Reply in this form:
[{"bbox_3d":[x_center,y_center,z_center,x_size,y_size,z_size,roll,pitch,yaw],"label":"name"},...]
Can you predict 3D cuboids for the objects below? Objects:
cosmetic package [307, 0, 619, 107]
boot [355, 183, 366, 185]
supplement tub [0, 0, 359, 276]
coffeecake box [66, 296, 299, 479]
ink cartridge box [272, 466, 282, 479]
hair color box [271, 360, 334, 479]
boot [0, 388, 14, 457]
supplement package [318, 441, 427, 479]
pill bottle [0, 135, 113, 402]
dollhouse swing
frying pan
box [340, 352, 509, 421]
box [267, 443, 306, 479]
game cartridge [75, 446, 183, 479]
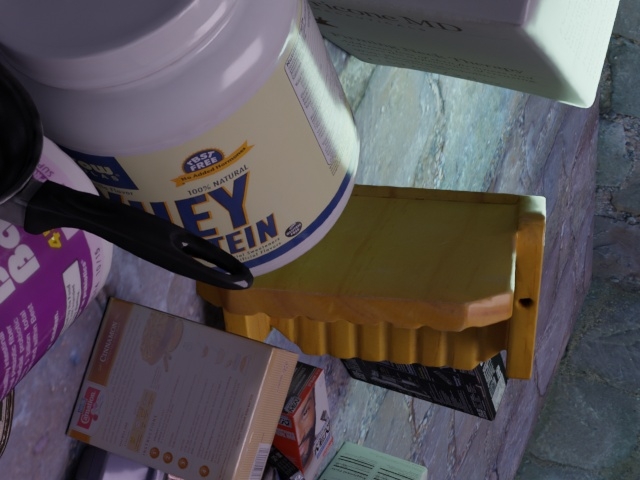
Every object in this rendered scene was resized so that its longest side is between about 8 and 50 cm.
[{"bbox_3d":[0.160,-0.370,1.293,0.393,0.329,0.327,13,92,-67],"label":"cosmetic package"},{"bbox_3d":[0.000,0.000,1.394,0.077,0.137,0.198,-57,152,-37],"label":"boot"},{"bbox_3d":[-0.111,-0.132,0.925,0.235,0.235,0.325,-67,156,-20],"label":"supplement tub"},{"bbox_3d":[-0.134,0.149,1.108,0.068,0.185,0.142,28,78,-67],"label":"coffeecake box"},{"bbox_3d":[-0.099,0.491,1.445,0.395,0.151,0.270,-60,153,-28],"label":"ink cartridge box"},{"bbox_3d":[-0.029,0.258,1.595,0.093,0.053,0.167,-55,149,-39],"label":"hair color box"},{"bbox_3d":[-0.293,0.160,0.855,0.106,0.082,0.219,25,81,-84],"label":"boot"},{"bbox_3d":[0.061,0.469,1.808,0.203,0.149,0.194,-46,143,-52],"label":"supplement package"},{"bbox_3d":[-0.271,0.054,0.717,0.301,0.169,0.169,-56,152,-52],"label":"pill bottle"},{"bbox_3d":[0.053,0.093,1.208,0.305,0.346,0.315,-74,165,-53],"label":"dollhouse swing"},{"bbox_3d":[-0.207,-0.058,0.705,0.197,0.326,0.053,-99,-150,-45],"label":"frying pan"},{"bbox_3d":[0.132,0.148,1.660,0.076,0.242,0.307,-66,155,-21],"label":"box"},{"bbox_3d":[-0.040,0.319,1.546,0.018,0.083,0.067,-36,120,-15],"label":"box"},{"bbox_3d":[-0.130,0.367,1.210,0.355,0.068,0.230,30,70,-41],"label":"game cartridge"}]
